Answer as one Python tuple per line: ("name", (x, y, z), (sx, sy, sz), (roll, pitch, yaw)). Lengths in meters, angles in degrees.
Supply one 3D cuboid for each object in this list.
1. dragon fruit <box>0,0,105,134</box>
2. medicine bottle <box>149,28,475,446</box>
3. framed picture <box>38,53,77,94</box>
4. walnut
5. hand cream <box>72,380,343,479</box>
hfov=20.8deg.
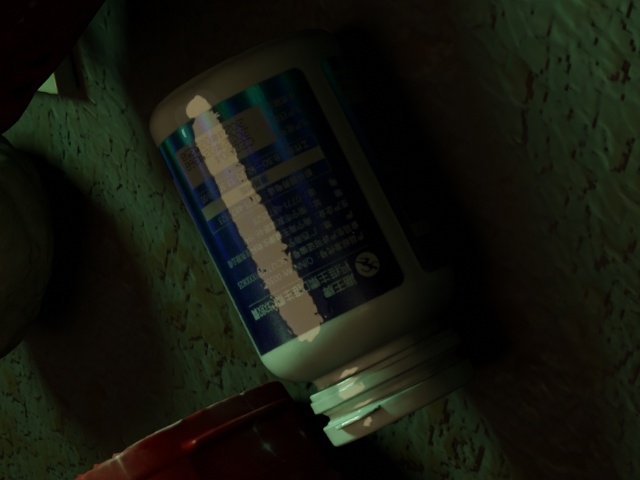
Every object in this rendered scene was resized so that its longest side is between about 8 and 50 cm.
("dragon fruit", (-0.218, -0.131, 0.912), (0.330, 0.302, 0.240), (92, -173, -66))
("medicine bottle", (0.000, 0.000, 0.869), (0.107, 0.107, 0.191), (-32, 83, 56))
("framed picture", (-0.268, -0.214, 1.187), (0.289, 0.016, 0.213), (15, 121, 49))
("walnut", (-0.271, 0.007, 1.198), (0.178, 0.178, 0.230), (48, 152, 24))
("hand cream", (-0.080, 0.195, 0.995), (0.149, 0.230, 0.230), (61, 146, 9))
